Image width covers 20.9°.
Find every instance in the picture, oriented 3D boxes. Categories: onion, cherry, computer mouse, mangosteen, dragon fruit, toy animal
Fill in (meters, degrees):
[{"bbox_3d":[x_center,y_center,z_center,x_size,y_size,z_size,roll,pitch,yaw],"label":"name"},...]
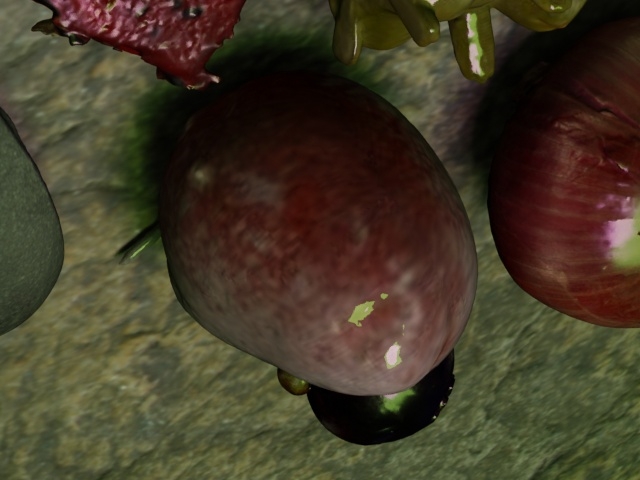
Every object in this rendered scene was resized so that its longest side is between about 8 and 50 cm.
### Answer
[{"bbox_3d":[0.340,-0.073,1.862,0.353,0.354,0.354,-19,140,-16],"label":"onion"},{"bbox_3d":[0.003,0.006,1.693,0.291,0.335,0.326,-44,167,-10],"label":"cherry"},{"bbox_3d":[-0.343,-0.017,1.579,0.203,0.114,0.374,-29,141,-3],"label":"computer mouse"},{"bbox_3d":[0.039,0.134,1.972,0.230,0.194,0.194,20,126,-5],"label":"mangosteen"},{"bbox_3d":[-0.127,-0.310,1.414,0.282,0.100,0.343,17,113,-47],"label":"dragon fruit"},{"bbox_3d":[0.182,-0.255,1.619,0.363,0.180,0.181,-5,171,-23],"label":"toy animal"}]
